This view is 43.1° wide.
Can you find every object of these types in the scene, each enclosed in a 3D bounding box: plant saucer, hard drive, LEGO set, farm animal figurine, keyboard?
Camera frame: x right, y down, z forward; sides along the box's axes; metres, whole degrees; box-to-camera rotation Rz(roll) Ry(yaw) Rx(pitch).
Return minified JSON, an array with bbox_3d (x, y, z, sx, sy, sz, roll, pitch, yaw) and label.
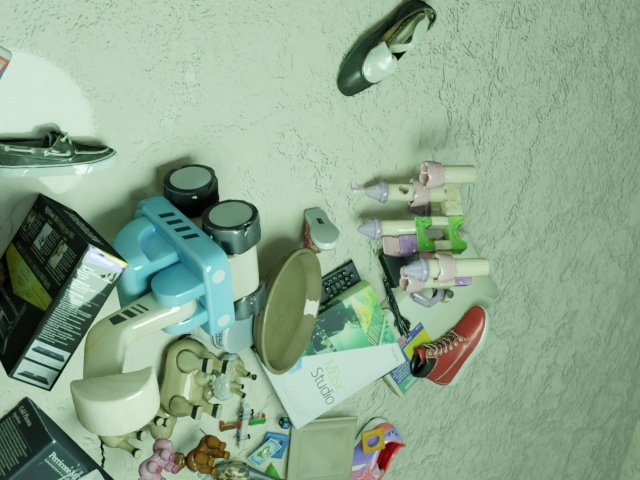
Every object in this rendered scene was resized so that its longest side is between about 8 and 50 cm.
[{"bbox_3d":[-0.071,0.148,1.733,0.278,0.041,0.278,12,90,-68],"label":"plant saucer"},{"bbox_3d":[0.204,0.045,2.016,0.135,0.022,0.094,-39,113,-38],"label":"hard drive"},{"bbox_3d":[-0.194,0.485,1.950,0.244,0.060,0.182,-40,129,-1],"label":"LEGO set"},{"bbox_3d":[-0.317,0.346,1.707,0.330,0.172,0.327,46,61,-53],"label":"farm animal figurine"},{"bbox_3d":[0.123,0.192,2.002,0.201,0.033,0.317,-31,112,-19],"label":"keyboard"}]

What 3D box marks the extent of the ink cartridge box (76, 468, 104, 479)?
[{"bbox_3d":[-0.437,0.551,1.538,0.115,0.067,0.198,-26,121,-27],"label":"ink cartridge box"}]

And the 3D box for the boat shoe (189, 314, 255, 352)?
[{"bbox_3d":[-0.173,0.155,1.757,0.367,0.156,0.136,-19,119,-63],"label":"boat shoe"}]

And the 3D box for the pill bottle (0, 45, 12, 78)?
[{"bbox_3d":[-0.592,-0.229,1.276,0.124,0.124,0.222,26,93,-41],"label":"pill bottle"}]

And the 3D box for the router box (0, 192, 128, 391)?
[{"bbox_3d":[-0.469,0.077,1.380,0.081,0.309,0.243,32,90,-37],"label":"router box"}]

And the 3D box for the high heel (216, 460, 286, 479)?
[{"bbox_3d":[-0.227,0.631,1.950,0.186,0.093,0.261,29,113,-29],"label":"high heel"}]

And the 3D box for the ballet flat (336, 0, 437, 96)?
[{"bbox_3d":[0.150,-0.420,1.762,0.280,0.096,0.095,-50,131,-8],"label":"ballet flat"}]

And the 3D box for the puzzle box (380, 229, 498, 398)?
[{"bbox_3d":[0.286,0.197,2.165,0.409,0.052,0.272,-44,129,-13],"label":"puzzle box"}]

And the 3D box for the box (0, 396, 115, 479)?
[{"bbox_3d":[-0.577,0.548,1.594,0.312,0.179,0.343,-42,129,-16],"label":"box"}]

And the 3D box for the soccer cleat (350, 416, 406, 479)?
[{"bbox_3d":[0.104,0.629,2.175,0.318,0.116,0.108,-52,131,-6],"label":"soccer cleat"}]

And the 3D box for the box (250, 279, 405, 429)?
[{"bbox_3d":[0.024,0.272,1.935,0.322,0.058,0.232,-31,111,-13],"label":"box"}]

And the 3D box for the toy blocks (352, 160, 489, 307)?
[{"bbox_3d":[0.207,-0.006,1.895,0.260,0.309,0.289,-2,75,-11],"label":"toy blocks"}]

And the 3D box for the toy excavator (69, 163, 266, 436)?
[{"bbox_3d":[-0.290,0.106,1.440,0.445,0.433,0.222,-27,135,-28],"label":"toy excavator"}]

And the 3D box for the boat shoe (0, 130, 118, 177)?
[{"bbox_3d":[-0.465,-0.156,1.433,0.219,0.077,0.070,-10,116,-32],"label":"boat shoe"}]

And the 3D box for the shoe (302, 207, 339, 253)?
[{"bbox_3d":[0.000,0.000,1.789,0.063,0.178,0.081,-3,117,-12],"label":"shoe"}]

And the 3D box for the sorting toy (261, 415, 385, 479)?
[{"bbox_3d":[0.001,0.538,2.085,0.347,0.047,0.196,1,105,-22],"label":"sorting toy"}]

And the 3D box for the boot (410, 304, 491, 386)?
[{"bbox_3d":[0.340,0.268,2.148,0.176,0.088,0.244,23,99,-39],"label":"boot"}]

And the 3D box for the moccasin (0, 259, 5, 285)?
[{"bbox_3d":[-0.706,0.036,1.298,0.380,0.139,0.147,11,104,-39],"label":"moccasin"}]
